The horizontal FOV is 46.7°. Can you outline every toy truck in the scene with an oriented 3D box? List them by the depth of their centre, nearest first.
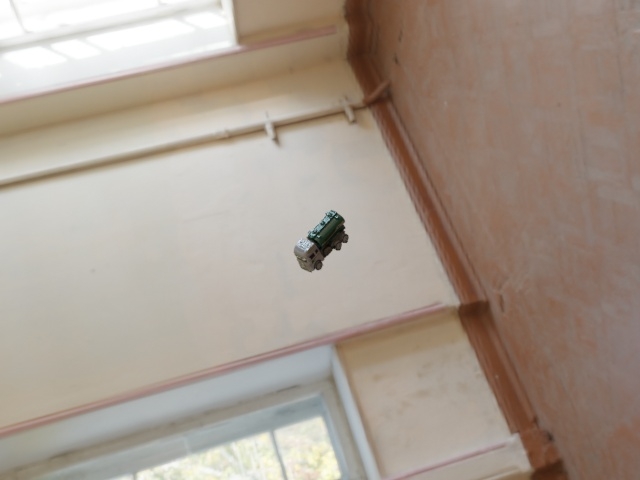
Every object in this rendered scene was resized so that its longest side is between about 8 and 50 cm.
[{"bbox_3d":[0.000,0.000,0.996,0.039,0.083,0.044,25,155,44],"label":"toy truck"}]
